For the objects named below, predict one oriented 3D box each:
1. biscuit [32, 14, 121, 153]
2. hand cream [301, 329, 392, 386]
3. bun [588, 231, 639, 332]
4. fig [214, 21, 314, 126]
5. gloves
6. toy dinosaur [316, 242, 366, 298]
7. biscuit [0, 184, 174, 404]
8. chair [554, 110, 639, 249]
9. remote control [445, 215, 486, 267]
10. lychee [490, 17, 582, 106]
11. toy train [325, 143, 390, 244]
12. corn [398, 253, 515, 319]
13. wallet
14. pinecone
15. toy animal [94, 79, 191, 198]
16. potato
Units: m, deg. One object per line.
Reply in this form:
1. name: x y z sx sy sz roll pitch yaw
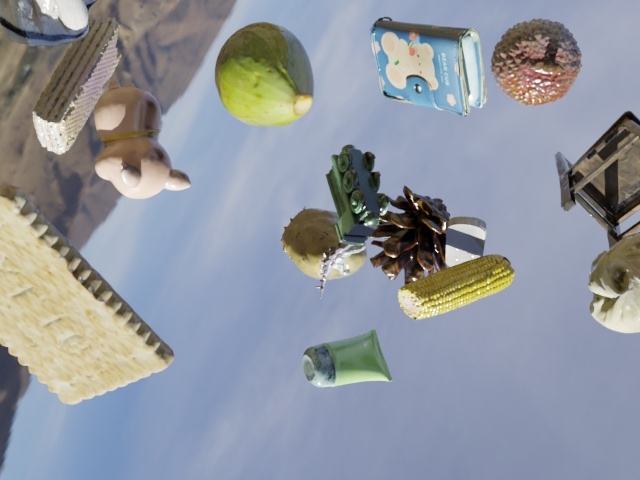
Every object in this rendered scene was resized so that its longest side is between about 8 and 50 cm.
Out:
1. biscuit: -0.407 -0.265 1.424 0.108 0.061 0.239 114 -2 -64
2. hand cream: 0.044 0.203 1.418 0.046 0.175 0.095 -36 -114 41
3. bun: 0.570 0.075 1.553 0.193 0.128 0.178 -24 -119 32
4. fig: -0.113 -0.322 1.714 0.207 0.207 0.230 -45 -135 40
5. gloves: -0.351 -0.310 1.088 0.218 0.140 0.131 32 -77 65
6. toy dinosaur: 0.036 0.055 2.026 0.209 0.082 0.039 -61 -141 27
7. biscuit: -0.359 0.080 1.101 0.217 0.325 0.044 -23 -151 28
8. chair: 0.696 -0.158 1.946 0.240 0.203 0.416 -45 -174 25
9. remote control: 0.288 0.009 1.686 0.245 0.077 0.022 71 25 -67
10. lychee: 0.402 -0.331 1.572 0.165 0.165 0.197 -56 -171 15
11. toy train: 0.059 -0.085 1.498 0.111 0.071 0.171 -50 -134 45
12. corn: 0.267 0.087 1.629 0.081 0.248 0.081 43 -38 46
13. wallet: 0.169 -0.276 1.337 0.059 0.141 0.202 -30 -147 -29
14. pinecone: 0.202 -0.002 1.859 0.201 0.229 0.202 -28 -131 15
15. toy animal: -0.373 -0.202 1.686 0.149 0.165 0.248 -35 -111 47
16. potato: 0.000 0.000 2.231 0.191 0.141 0.296 -23 -148 -18
